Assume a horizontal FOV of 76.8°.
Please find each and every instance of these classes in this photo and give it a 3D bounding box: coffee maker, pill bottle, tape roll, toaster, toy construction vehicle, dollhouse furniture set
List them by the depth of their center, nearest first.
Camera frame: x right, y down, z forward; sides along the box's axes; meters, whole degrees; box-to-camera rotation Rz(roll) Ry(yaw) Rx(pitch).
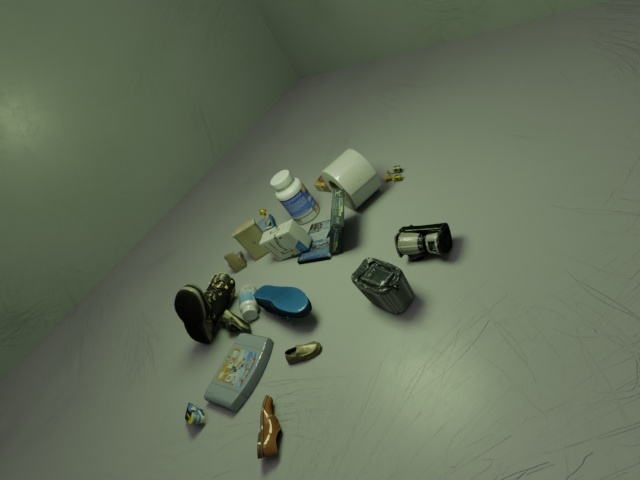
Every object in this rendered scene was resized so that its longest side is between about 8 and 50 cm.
[{"bbox_3d":[0.226,0.161,1.413,0.129,0.146,0.227,-50,36,-17],"label":"toaster"},{"bbox_3d":[0.388,-0.014,1.499,0.178,0.120,0.171,-4,46,38],"label":"coffee maker"},{"bbox_3d":[-0.321,0.280,1.810,0.087,0.087,0.160,-32,35,8],"label":"pill bottle"},{"bbox_3d":[0.144,-0.288,1.923,0.169,0.246,0.246,-42,35,-7],"label":"tape roll"},{"bbox_3d":[0.358,-0.316,1.958,0.098,0.035,0.086,-7,56,40],"label":"toy construction vehicle"},{"bbox_3d":[-0.134,-0.225,2.067,0.152,0.272,0.152,-23,37,19],"label":"pill bottle"},{"bbox_3d":[-0.401,-0.047,2.163,0.286,0.198,0.303,-31,34,8],"label":"dollhouse furniture set"}]

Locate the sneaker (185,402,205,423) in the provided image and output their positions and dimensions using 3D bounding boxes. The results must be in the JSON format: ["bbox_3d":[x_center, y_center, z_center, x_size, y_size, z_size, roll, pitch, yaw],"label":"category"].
[{"bbox_3d":[-0.480,0.663,1.542,0.144,0.059,0.053,2,80,63],"label":"sneaker"}]

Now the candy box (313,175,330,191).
[{"bbox_3d":[0.061,-0.318,2.199,0.187,0.053,0.109,15,59,50],"label":"candy box"}]

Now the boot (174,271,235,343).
[{"bbox_3d":[-0.497,0.252,1.795,0.138,0.377,0.284,11,45,13],"label":"boot"}]

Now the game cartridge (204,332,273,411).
[{"bbox_3d":[-0.310,0.502,1.574,0.198,0.062,0.297,-6,45,43],"label":"game cartridge"}]

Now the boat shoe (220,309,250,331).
[{"bbox_3d":[-0.379,0.367,1.773,0.223,0.080,0.073,13,67,56],"label":"boat shoe"}]

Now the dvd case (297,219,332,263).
[{"bbox_3d":[0.000,0.000,1.910,0.180,0.022,0.253,-12,42,33],"label":"dvd case"}]

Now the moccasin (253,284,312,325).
[{"bbox_3d":[-0.140,0.259,1.658,0.138,0.117,0.342,-40,28,-26],"label":"moccasin"}]

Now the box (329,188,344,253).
[{"bbox_3d":[0.073,-0.086,1.789,0.059,0.183,0.232,3,48,1],"label":"box"}]

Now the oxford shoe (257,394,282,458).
[{"bbox_3d":[-0.163,0.607,1.326,0.076,0.076,0.212,-2,36,-3],"label":"oxford shoe"}]

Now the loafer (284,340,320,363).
[{"bbox_3d":[-0.068,0.405,1.473,0.148,0.050,0.056,-28,36,13],"label":"loafer"}]

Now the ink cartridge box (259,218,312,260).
[{"bbox_3d":[-0.166,0.003,1.919,0.203,0.148,0.086,-23,38,37],"label":"ink cartridge box"}]
